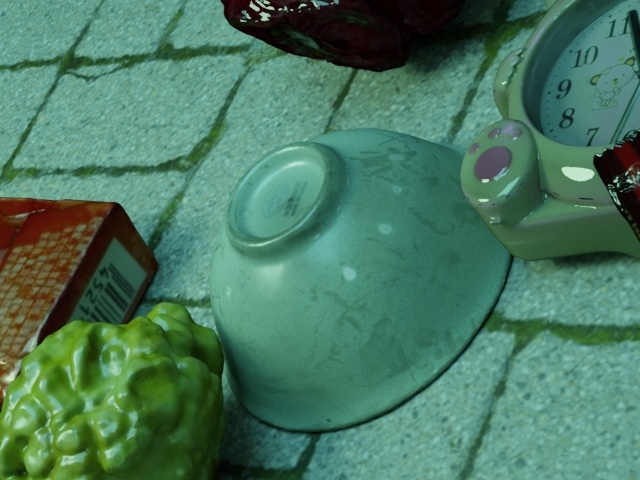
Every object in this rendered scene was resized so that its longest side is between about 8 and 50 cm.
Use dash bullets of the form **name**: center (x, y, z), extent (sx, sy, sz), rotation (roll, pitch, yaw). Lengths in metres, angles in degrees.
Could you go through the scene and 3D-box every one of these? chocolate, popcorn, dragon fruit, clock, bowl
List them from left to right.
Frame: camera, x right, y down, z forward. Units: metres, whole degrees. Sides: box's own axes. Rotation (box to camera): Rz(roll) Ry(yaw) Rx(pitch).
- **chocolate**: center (-0.305, 0.075, 1.684), extent (0.234, 0.108, 0.237), rotation (2, 58, 42)
- **popcorn**: center (-0.176, 0.170, 1.421), extent (0.181, 0.217, 0.235), rotation (14, 55, 18)
- **bowl**: center (0.000, 0.000, 1.451), extent (0.313, 0.146, 0.313), rotation (-25, 42, 24)
- **dragon fruit**: center (0.020, -0.326, 1.617), extent (0.329, 0.329, 0.329), rotation (-24, 42, 24)
- **clock**: center (0.275, -0.134, 1.357), extent (0.284, 0.114, 0.309), rotation (-11, 47, 37)
- **chocolate**: center (0.271, 0.001, 1.206), extent (0.086, 0.028, 0.182), rotation (-30, 83, 35)
